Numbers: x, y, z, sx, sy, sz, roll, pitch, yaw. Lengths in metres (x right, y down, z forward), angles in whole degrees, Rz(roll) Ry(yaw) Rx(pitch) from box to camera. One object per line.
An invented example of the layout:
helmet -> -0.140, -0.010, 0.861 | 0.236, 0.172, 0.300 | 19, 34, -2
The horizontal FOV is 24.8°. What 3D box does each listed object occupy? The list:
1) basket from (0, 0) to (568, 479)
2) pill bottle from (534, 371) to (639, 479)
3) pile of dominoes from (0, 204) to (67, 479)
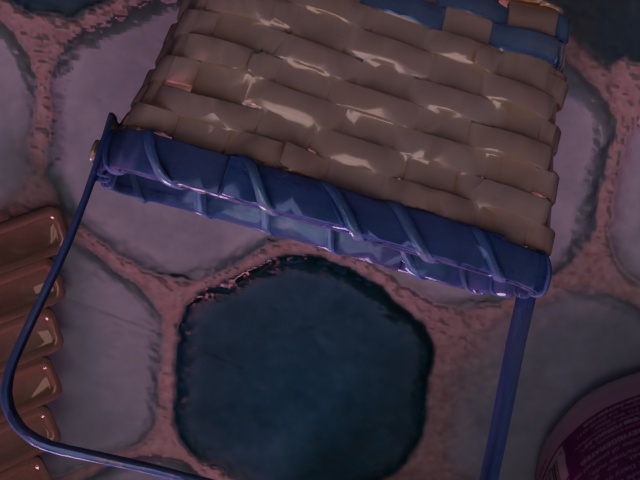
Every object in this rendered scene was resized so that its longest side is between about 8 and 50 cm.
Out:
basket -> 0.000, 0.000, 0.745 | 0.255, 0.201, 0.289 | 20, 82, -6
pill bottle -> 0.214, 0.209, 0.793 | 0.169, 0.301, 0.169 | 1, 115, 1
pile of dominoes -> -0.254, 0.093, 0.872 | 0.196, 0.040, 0.251 | -1, 106, -23
